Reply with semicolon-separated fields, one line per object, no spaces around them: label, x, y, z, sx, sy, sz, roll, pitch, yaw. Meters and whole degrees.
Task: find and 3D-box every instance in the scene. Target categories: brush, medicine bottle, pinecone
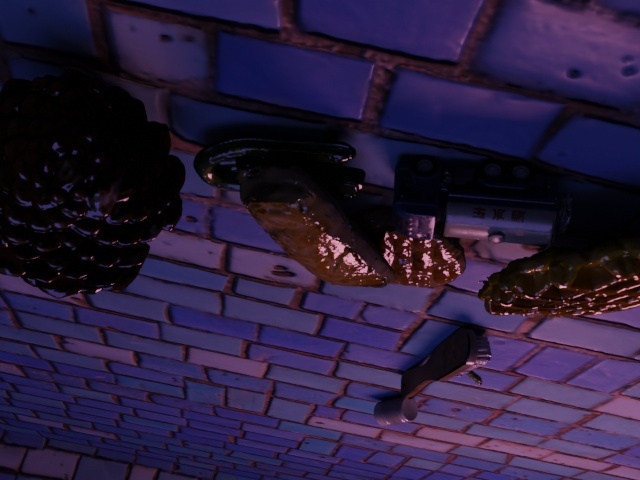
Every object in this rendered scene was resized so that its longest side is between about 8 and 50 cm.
brush;0.234;0.245;1.255;0.065;0.070;0.327;7;152;-14
medicine bottle;0.173;0.395;1.522;0.058;0.058;0.091;30;145;-29
pinecone;-0.287;-0.052;0.759;0.246;0.246;0.292;21;161;-17

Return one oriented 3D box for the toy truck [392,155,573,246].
toy truck;0.183;-0.038;0.765;0.201;0.088;0.074;6;151;8

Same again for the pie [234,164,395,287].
pie;0.000;0.000;0.823;0.128;0.068;0.282;1;156;30

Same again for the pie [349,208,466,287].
pie;0.106;0.015;0.922;0.195;0.046;0.195;8;151;4

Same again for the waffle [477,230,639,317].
waffle;0.343;0.055;0.832;0.281;0.058;0.300;-16;159;33

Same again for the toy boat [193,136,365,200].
toy boat;-0.050;-0.087;0.793;0.210;0.052;0.104;5;152;9

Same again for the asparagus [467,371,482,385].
asparagus;0.299;0.268;1.316;0.114;0.014;0.015;40;172;-39
